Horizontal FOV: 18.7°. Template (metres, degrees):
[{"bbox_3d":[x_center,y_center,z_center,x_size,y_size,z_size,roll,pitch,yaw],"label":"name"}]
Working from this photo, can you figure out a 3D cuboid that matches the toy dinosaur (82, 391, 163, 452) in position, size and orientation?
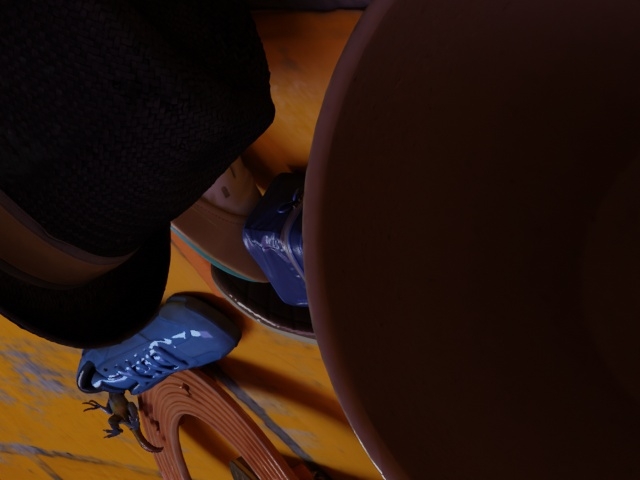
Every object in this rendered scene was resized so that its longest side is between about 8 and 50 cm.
[{"bbox_3d":[-0.195,0.160,1.838,0.090,0.047,0.082,55,-177,-25],"label":"toy dinosaur"}]

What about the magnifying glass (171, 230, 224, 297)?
[{"bbox_3d":[-0.121,-0.034,1.421,0.092,0.026,0.231,9,149,40],"label":"magnifying glass"}]

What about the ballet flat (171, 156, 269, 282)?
[{"bbox_3d":[-0.101,-0.058,1.299,0.232,0.080,0.073,36,119,-16],"label":"ballet flat"}]

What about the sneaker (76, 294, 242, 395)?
[{"bbox_3d":[-0.140,0.098,1.632,0.069,0.082,0.209,43,152,-22],"label":"sneaker"}]

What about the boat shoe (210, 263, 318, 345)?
[{"bbox_3d":[0.010,0.054,1.396,0.190,0.068,0.072,24,167,15],"label":"boat shoe"}]

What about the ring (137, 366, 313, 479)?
[{"bbox_3d":[-0.060,0.245,1.752,0.336,0.032,0.336,44,152,31],"label":"ring"}]

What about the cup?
[{"bbox_3d":[0.182,0.004,0.852,0.331,0.331,0.237,23,180,17],"label":"cup"}]

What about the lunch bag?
[{"bbox_3d":[0.000,0.000,1.294,0.065,0.067,0.098,9,147,39],"label":"lunch bag"}]

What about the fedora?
[{"bbox_3d":[-0.128,-0.101,1.083,0.152,0.334,0.334,-21,131,20],"label":"fedora"}]

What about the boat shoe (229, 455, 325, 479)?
[{"bbox_3d":[-0.020,0.241,1.785,0.178,0.060,0.064,27,141,51],"label":"boat shoe"}]
